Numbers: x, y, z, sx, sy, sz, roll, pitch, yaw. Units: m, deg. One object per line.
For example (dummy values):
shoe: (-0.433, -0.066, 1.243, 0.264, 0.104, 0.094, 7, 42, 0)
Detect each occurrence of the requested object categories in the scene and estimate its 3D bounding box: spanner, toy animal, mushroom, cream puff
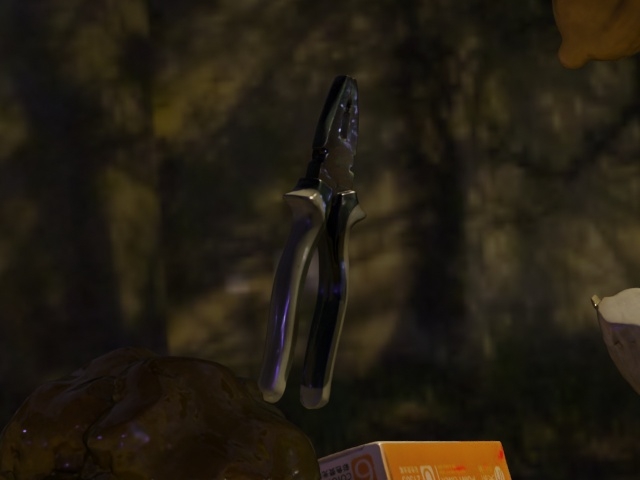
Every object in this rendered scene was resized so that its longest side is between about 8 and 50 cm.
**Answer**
spanner: (0.000, 0.000, 1.738, 0.040, 0.325, 0.095, 5, -6, 43)
toy animal: (0.193, -0.151, 1.032, 0.070, 0.083, 0.159, 35, 36, 22)
mushroom: (0.436, 0.161, 2.099, 0.109, 0.097, 0.351, -39, -51, 15)
cream puff: (-0.152, 0.242, 1.230, 0.257, 0.324, 0.291, -16, 47, -41)

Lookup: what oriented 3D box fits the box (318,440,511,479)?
box: (0.042, 0.265, 1.738, 0.220, 0.091, 0.274, -22, -17, 24)
